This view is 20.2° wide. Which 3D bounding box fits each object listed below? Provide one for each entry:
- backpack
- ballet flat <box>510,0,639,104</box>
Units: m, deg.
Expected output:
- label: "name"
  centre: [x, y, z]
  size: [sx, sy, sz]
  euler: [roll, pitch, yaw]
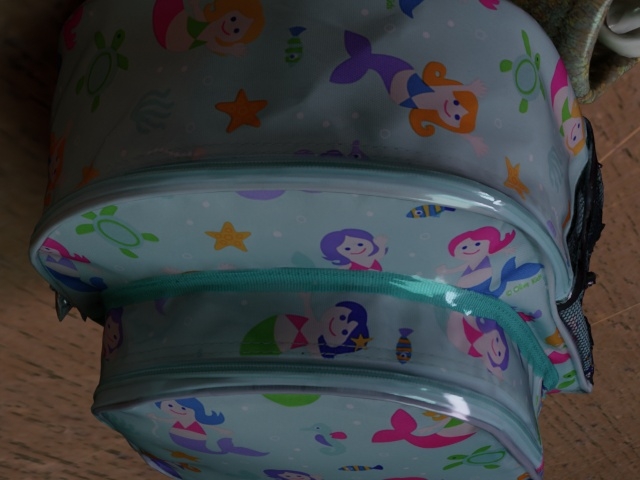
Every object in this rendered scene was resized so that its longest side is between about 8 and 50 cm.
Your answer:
- label: "backpack"
  centre: [0.000, 0.000, 0.730]
  size: [0.225, 0.191, 0.253]
  euler: [0, 153, 12]
- label: "ballet flat"
  centre: [0.216, -0.168, 0.711]
  size: [0.348, 0.123, 0.123]
  euler: [-32, 157, 11]
